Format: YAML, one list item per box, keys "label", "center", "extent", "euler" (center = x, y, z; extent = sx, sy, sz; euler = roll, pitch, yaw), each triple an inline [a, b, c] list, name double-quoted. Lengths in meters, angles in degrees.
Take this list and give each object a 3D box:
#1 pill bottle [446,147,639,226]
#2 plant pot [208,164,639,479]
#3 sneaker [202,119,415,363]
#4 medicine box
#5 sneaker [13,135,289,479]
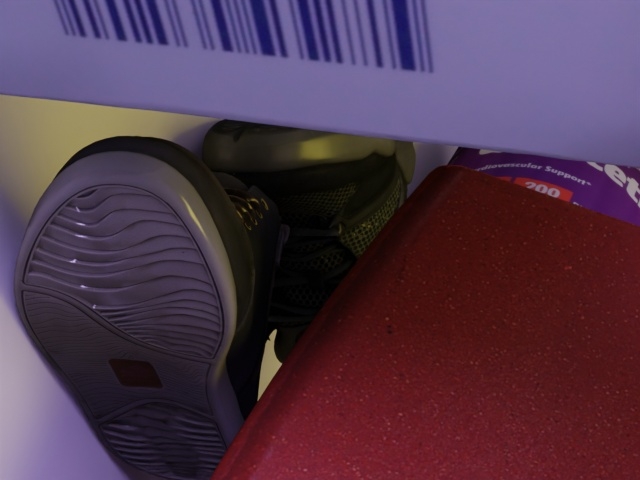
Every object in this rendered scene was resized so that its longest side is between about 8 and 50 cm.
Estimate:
- label: "pill bottle"
  center: [0.158, 0.005, 1.245]
  extent: [0.323, 0.181, 0.182]
  euler: [-54, 147, -61]
- label: "plant pot"
  center: [0.091, 0.126, 0.752]
  extent: [0.267, 0.267, 0.236]
  euler: [95, 16, -70]
- label: "sneaker"
  center: [0.000, 0.000, 0.865]
  extent: [0.227, 0.087, 0.130]
  euler: [11, 79, -79]
- label: "medicine box"
  center: [0.015, -0.184, 0.526]
  extent: [0.149, 0.263, 0.289]
  euler: [78, 24, -48]
- label: "sneaker"
  center: [-0.061, -0.001, 0.688]
  extent: [0.222, 0.083, 0.118]
  euler: [89, 10, -59]
